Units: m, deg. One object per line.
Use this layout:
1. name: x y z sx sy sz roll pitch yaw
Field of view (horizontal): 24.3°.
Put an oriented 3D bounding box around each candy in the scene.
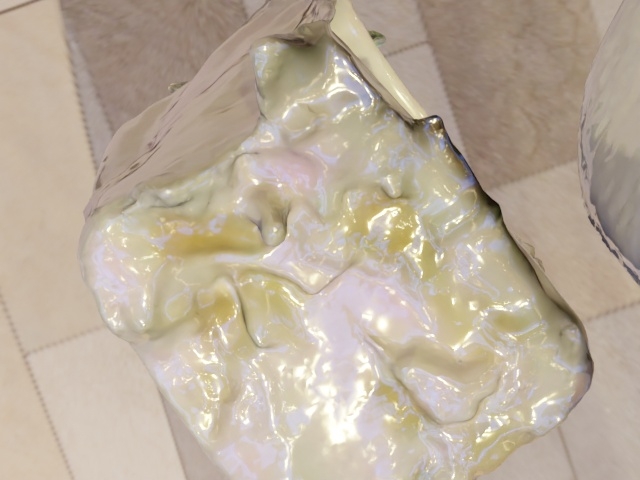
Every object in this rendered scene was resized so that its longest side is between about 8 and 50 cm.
1. candy: 0.000 0.000 0.584 0.137 0.195 0.185 -35 106 8

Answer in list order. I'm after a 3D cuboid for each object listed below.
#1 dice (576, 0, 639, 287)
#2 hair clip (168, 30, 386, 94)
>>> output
1. dice: 0.231 -0.041 0.588 0.194 0.192 0.193 21 114 -27
2. hair clip: -0.030 -0.097 0.939 0.173 0.049 0.049 -24 103 -35
